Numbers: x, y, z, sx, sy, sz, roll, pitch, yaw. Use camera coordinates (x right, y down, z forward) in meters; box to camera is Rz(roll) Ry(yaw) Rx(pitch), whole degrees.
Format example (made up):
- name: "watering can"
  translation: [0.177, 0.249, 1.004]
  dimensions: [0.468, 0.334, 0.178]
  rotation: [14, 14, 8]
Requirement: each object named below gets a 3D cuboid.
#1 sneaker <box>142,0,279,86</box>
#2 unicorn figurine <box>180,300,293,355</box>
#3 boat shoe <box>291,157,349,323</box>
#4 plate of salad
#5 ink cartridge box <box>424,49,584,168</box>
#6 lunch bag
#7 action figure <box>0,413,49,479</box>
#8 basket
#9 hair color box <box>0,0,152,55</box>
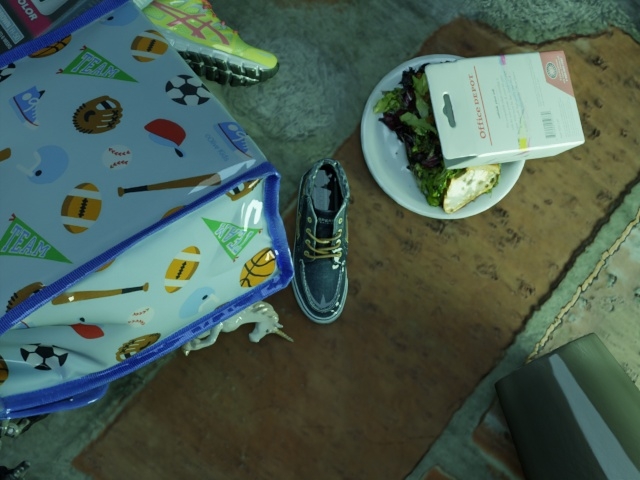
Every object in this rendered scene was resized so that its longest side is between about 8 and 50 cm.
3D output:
- name: "sneaker"
  translation: [-0.141, -0.246, 1.720]
  dimensions: [0.208, 0.081, 0.094]
  rotation: [20, 76, -2]
- name: "unicorn figurine"
  translation: [-0.120, 0.079, 1.672]
  dimensions: [0.111, 0.060, 0.162]
  rotation: [-37, 86, -11]
- name: "boat shoe"
  translation: [0.000, 0.000, 1.688]
  dimensions: [0.065, 0.083, 0.183]
  rotation: [-1, 80, -6]
- name: "plate of salad"
  translation: [0.147, -0.125, 1.745]
  dimensions: [0.200, 0.048, 0.200]
  rotation: [1, 80, -5]
- name: "ink cartridge box"
  translation: [0.195, -0.148, 1.704]
  dimensions: [0.198, 0.067, 0.115]
  rotation: [-8, 83, -30]
- name: "lunch bag"
  translation: [-0.273, -0.018, 1.540]
  dimensions: [0.385, 0.239, 0.328]
  rotation: [-30, 54, -17]
- name: "action figure"
  translation: [-0.366, 0.216, 1.584]
  dimensions: [0.164, 0.141, 0.275]
  rotation: [45, 63, 1]
- name: "basket"
  translation: [0.299, 0.231, 1.647]
  dimensions: [0.204, 0.154, 0.227]
  rotation: [-30, 78, 13]
- name: "hair color box"
  translation: [-0.237, -0.360, 1.654]
  dimensions: [0.374, 0.113, 0.185]
  rotation: [-38, 75, 3]
